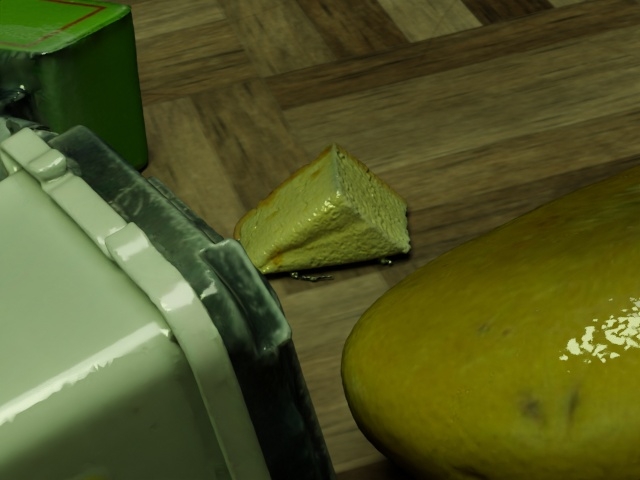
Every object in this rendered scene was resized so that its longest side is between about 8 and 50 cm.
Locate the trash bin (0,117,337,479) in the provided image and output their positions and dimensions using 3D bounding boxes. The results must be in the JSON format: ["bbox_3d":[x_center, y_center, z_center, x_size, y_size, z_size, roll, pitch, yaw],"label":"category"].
[{"bbox_3d":[-0.205,0.125,0.984,0.368,0.255,0.296,-29,38,-16],"label":"trash bin"}]

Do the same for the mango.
[{"bbox_3d":[0.187,0.050,1.042,0.365,0.182,0.253,-7,25,11],"label":"mango"}]

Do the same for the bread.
[{"bbox_3d":[0.000,0.000,1.329,0.109,0.080,0.084,-39,27,18],"label":"bread"}]

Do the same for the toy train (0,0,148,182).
[{"bbox_3d":[-0.302,-0.103,1.426,0.307,0.173,0.249,10,30,28],"label":"toy train"}]
